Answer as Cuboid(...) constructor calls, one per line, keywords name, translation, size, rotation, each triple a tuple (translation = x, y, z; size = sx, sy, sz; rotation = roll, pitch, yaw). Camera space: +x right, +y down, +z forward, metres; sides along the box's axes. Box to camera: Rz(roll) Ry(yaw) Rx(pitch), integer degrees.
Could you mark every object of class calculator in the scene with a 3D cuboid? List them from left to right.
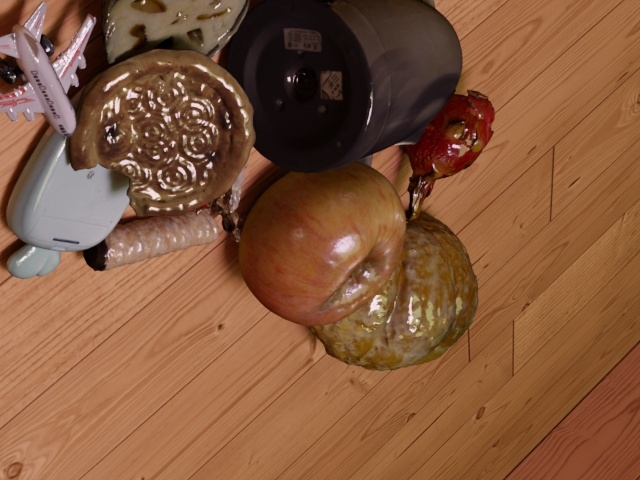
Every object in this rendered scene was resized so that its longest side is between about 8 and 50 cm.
Cuboid(name="calculator", translation=(-0.283, -0.075, 1.699), size=(0.184, 0.042, 0.295), rotation=(11, 112, -59))

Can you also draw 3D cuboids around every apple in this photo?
Cuboid(name="apple", translation=(0.000, 0.000, 2.050), size=(0.261, 0.194, 0.261), rotation=(-34, 147, -26))

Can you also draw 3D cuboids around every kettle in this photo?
Cuboid(name="kettle", translation=(0.057, -0.267, 1.846), size=(0.324, 0.228, 0.321), rotation=(-21, 108, -52))

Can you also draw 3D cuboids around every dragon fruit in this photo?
Cuboid(name="dragon fruit", translation=(0.186, -0.131, 2.249), size=(0.246, 0.125, 0.125), rotation=(-64, -179, 24))

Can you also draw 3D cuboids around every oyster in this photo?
Cuboid(name="oyster", translation=(-0.127, -0.072, 1.915), size=(0.103, 0.051, 0.148), rotation=(-98, -166, -71))

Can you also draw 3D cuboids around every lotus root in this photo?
Cuboid(name="lotus root", translation=(-0.174, -0.275, 1.600), size=(0.204, 0.078, 0.183), rotation=(-10, 145, -42))

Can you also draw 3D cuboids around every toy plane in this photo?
Cuboid(name="toy plane", translation=(-0.302, -0.175, 1.532), size=(0.162, 0.065, 0.171), rotation=(-42, 152, -20))

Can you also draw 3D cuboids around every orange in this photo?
Cuboid(name="orange", translation=(0.138, 0.101, 2.365), size=(0.369, 0.210, 0.271), rotation=(-3, 123, -58))

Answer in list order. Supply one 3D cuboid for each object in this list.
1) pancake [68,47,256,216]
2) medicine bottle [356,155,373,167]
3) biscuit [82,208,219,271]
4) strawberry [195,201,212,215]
Cuboid(name="pancake", translation=(-0.181, -0.123, 1.650), size=(0.235, 0.029, 0.212), rotation=(32, 108, -37))
Cuboid(name="medicine bottle", translation=(0.050, -0.123, 2.126), size=(0.058, 0.058, 0.199), rotation=(-30, 144, -35))
Cuboid(name="biscuit", translation=(-0.218, -0.007, 1.865), size=(0.219, 0.055, 0.061), rotation=(-15, 91, -48))
Cuboid(name="strawberry", translation=(-0.160, -0.119, 1.763), size=(0.082, 0.146, 0.187), rotation=(3, 135, -6))
